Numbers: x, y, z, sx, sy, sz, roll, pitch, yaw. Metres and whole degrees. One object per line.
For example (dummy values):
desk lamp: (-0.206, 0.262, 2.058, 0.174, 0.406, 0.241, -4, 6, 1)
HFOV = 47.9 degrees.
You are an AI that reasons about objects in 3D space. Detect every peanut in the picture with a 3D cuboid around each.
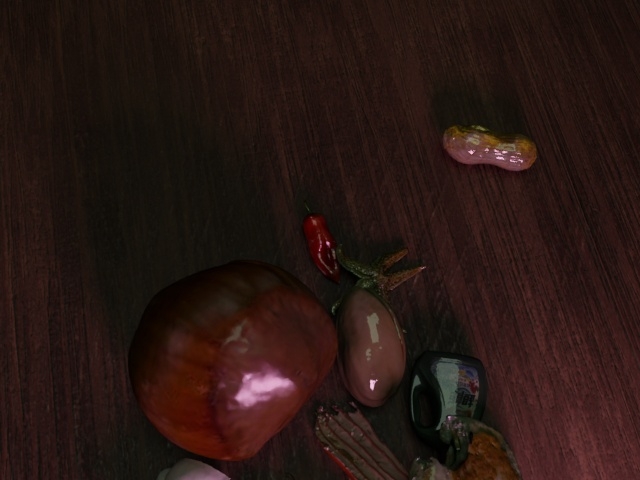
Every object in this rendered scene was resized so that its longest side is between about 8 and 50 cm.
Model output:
peanut: (0.362, -0.198, 1.551, 0.207, 0.087, 0.087, 11, 67, -1)

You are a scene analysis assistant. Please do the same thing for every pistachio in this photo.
pistachio: (0.092, 0.195, 1.341, 0.136, 0.136, 0.226, -8, 83, -7)

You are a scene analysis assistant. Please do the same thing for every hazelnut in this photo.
hazelnut: (-0.156, 0.189, 1.252, 0.372, 0.315, 0.372, -5, 39, 4)

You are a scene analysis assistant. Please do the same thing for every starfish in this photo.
starfish: (0.114, 0.088, 1.432, 0.223, 0.050, 0.216, -32, 88, -18)

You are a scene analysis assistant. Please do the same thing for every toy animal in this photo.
toy animal: (-0.241, 0.463, 1.205, 0.179, 0.127, 0.193, 18, 56, 31)

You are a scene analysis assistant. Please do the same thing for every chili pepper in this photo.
chili pepper: (-0.001, 0.000, 1.463, 0.059, 0.050, 0.191, -17, 76, -28)

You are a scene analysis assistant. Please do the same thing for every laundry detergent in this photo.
laundry detergent: (0.230, 0.321, 1.332, 0.144, 0.078, 0.221, 11, 69, 1)

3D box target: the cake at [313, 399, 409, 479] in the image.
cake: (0.086, 0.405, 1.288, 0.098, 0.135, 0.287, -34, 53, -11)

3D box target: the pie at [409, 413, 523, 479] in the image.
pie: (0.258, 0.447, 1.207, 0.302, 0.067, 0.302, 20, 61, -40)
